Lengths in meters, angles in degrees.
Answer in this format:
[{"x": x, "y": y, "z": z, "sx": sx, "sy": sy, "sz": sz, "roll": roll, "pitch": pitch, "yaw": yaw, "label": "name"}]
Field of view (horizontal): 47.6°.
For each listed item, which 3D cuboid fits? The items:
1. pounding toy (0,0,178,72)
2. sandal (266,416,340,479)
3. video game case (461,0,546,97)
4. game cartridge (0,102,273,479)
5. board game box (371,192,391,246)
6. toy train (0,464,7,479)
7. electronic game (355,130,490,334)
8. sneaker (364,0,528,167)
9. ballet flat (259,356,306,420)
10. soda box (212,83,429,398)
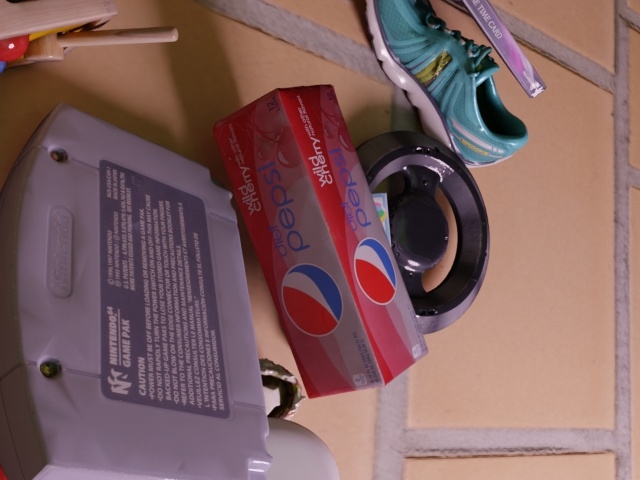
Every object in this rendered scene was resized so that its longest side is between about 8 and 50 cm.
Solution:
[{"x": -0.206, "y": -0.162, "z": 0.523, "sx": 0.141, "sy": 0.130, "sz": 0.100, "roll": -27, "pitch": 102, "yaw": -39, "label": "pounding toy"}, {"x": -0.134, "y": 0.318, "z": 0.552, "sx": 0.169, "sy": 0.102, "sz": 0.416, "roll": 34, "pitch": 76, "yaw": -15, "label": "sandal"}, {"x": 0.157, "y": -0.304, "z": 0.838, "sx": 0.274, "sy": 0.026, "sz": 0.196, "roll": 46, "pitch": 21, "yaw": -27, "label": "video game case"}, {"x": -0.138, "y": 0.039, "z": 0.523, "sx": 0.196, "sy": 0.060, "sz": 0.294, "roll": 27, "pitch": 38, "yaw": -41, "label": "game cartridge"}, {"x": 0.020, "y": 0.033, "z": 0.724, "sx": 0.103, "sy": 0.026, "sz": 0.154, "roll": -4, "pitch": 87, "yaw": -11, "label": "board game box"}, {"x": -0.189, "y": 0.155, "z": 0.475, "sx": 0.143, "sy": 0.105, "sz": 0.248, "roll": -17, "pitch": 73, "yaw": -47, "label": "toy train"}, {"x": 0.103, "y": -0.009, "z": 0.812, "sx": 0.229, "sy": 0.048, "sz": 0.229, "roll": 4, "pitch": 83, "yaw": -32, "label": "electronic game"}, {"x": 0.150, "y": -0.208, "z": 0.837, "sx": 0.275, "sy": 0.110, "sz": 0.107, "roll": 53, "pitch": 56, "yaw": -21, "label": "sneaker"}, {"x": -0.114, "y": 0.140, "z": 0.596, "sx": 0.241, "sy": 0.077, "sz": 0.091, "roll": -10, "pitch": 90, "yaw": -39, "label": "ballet flat"}, {"x": 0.000, "y": 0.000, "z": 0.646, "sx": 0.083, "sy": 0.092, "sz": 0.263, "roll": -21, "pitch": 91, "yaw": -52, "label": "soda box"}]
